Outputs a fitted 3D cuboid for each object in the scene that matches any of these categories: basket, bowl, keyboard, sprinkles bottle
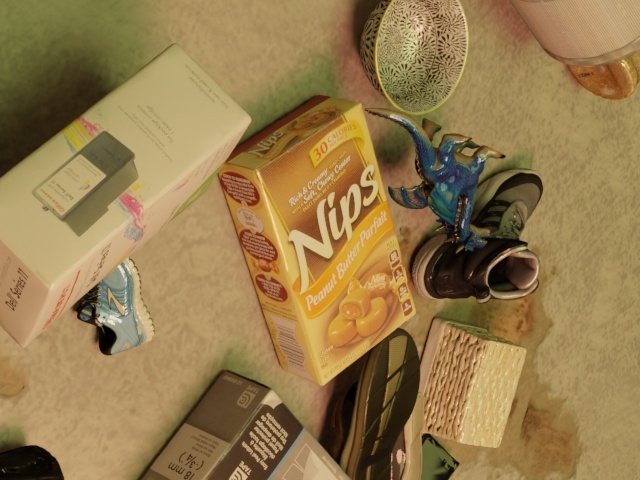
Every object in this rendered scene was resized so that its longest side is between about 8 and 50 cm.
[{"bbox_3d":[0.210,0.206,2.009,0.113,0.103,0.167,14,91,-46],"label":"basket"},{"bbox_3d":[0.104,-0.250,1.794,0.170,0.080,0.170,-15,112,-41],"label":"bowl"},{"bbox_3d":[0.125,0.380,2.039,0.100,0.038,0.192,47,69,-15],"label":"keyboard"},{"bbox_3d":[0.510,-0.370,2.116,0.355,0.121,0.121,-49,130,-21],"label":"sprinkles bottle"}]

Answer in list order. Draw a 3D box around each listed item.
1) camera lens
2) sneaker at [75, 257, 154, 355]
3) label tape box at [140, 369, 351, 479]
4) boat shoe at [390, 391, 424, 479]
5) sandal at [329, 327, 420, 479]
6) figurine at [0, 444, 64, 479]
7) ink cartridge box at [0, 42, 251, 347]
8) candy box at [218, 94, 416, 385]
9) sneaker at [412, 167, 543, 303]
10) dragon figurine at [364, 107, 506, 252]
[{"bbox_3d":[0.345,-0.385,1.887,0.274,0.219,0.219,44,71,-41],"label":"camera lens"},{"bbox_3d":[-0.240,0.063,1.572,0.073,0.063,0.162,-33,122,-28],"label":"sneaker"},{"bbox_3d":[-0.127,0.366,1.736,0.333,0.106,0.240,-53,131,-19],"label":"label tape box"},{"bbox_3d":[0.104,0.303,1.974,0.075,0.065,0.206,-31,128,-62],"label":"boat shoe"},{"bbox_3d":[0.051,0.256,1.891,0.120,0.086,0.302,-6,116,-51],"label":"sandal"},{"bbox_3d":[-0.392,0.337,1.502,0.209,0.092,0.215,-3,105,-35],"label":"figurine"},{"bbox_3d":[-0.250,-0.022,1.420,0.119,0.207,0.353,46,63,2],"label":"ink cartridge box"},{"bbox_3d":[0.000,0.000,1.762,0.183,0.087,0.316,-35,124,-32],"label":"candy box"},{"bbox_3d":[0.262,0.002,1.964,0.268,0.153,0.101,-42,127,-27],"label":"sneaker"},{"bbox_3d":[0.146,-0.072,1.794,0.289,0.085,0.144,19,96,-52],"label":"dragon figurine"}]
